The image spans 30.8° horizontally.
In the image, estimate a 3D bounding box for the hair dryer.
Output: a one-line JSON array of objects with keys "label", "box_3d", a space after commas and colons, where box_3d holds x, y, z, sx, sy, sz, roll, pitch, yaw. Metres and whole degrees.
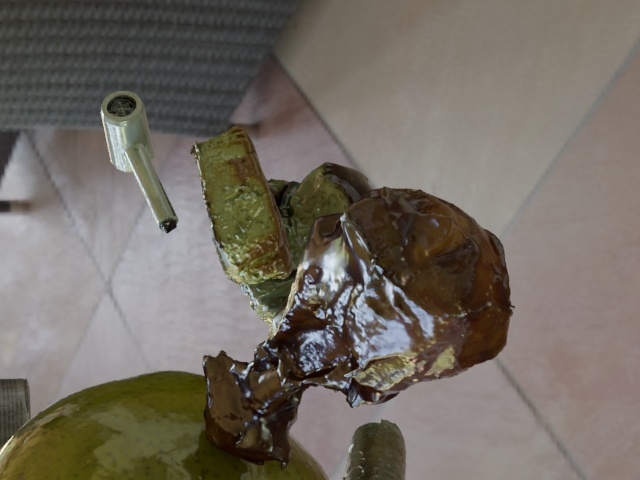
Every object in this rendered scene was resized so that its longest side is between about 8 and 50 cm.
[{"label": "hair dryer", "box_3d": [-0.279, -0.110, 1.819, 0.131, 0.073, 0.236, 91, 158, -58]}]

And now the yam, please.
[{"label": "yam", "box_3d": [0.078, 0.343, 1.687, 0.259, 0.093, 0.093, -72, -7, -74]}]

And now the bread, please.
[{"label": "bread", "box_3d": [-0.079, -0.034, 1.157, 0.128, 0.069, 0.140, 72, -178, -53]}]

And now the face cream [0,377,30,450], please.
[{"label": "face cream", "box_3d": [-0.509, 0.292, 1.725, 0.177, 0.153, 0.177, 179, 90, -71]}]

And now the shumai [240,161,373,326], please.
[{"label": "shumai", "box_3d": [0.000, 0.000, 2.084, 0.263, 0.309, 0.304, -19, 120, 21]}]

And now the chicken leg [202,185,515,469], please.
[{"label": "chicken leg", "box_3d": [0.003, 0.056, 0.679, 0.113, 0.093, 0.304, 51, 142, 0]}]

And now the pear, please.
[{"label": "pear", "box_3d": [-0.125, 0.231, 0.860, 0.294, 0.294, 0.294, 5, 96, 51]}]
